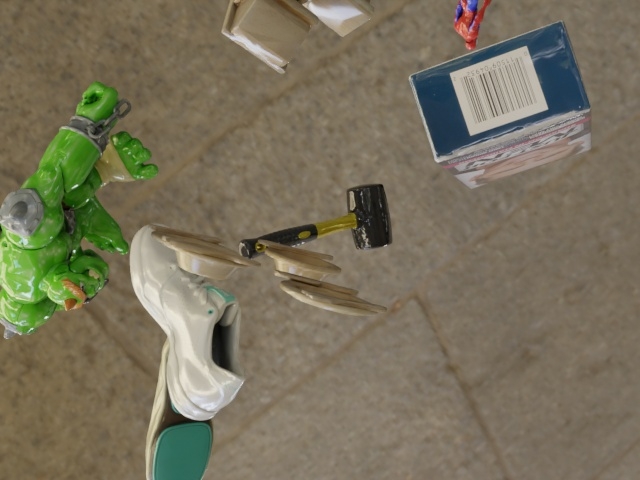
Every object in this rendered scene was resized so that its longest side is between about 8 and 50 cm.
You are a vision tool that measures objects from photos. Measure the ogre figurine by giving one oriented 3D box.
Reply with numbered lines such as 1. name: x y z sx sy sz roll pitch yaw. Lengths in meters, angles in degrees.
1. ogre figurine: -0.183 -0.006 0.773 0.197 0.097 0.118 -42 -171 48

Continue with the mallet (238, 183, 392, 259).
1. mallet: 0.000 0.000 0.984 0.190 0.039 0.062 -26 105 -46

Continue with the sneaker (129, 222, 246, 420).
1. sneaker: -0.120 0.064 1.089 0.080 0.212 0.094 1 148 -45

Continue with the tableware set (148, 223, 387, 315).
1. tableware set: -0.039 0.015 0.722 0.141 0.169 0.020 14 96 -16

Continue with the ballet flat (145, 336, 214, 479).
1. ballet flat: -0.174 0.208 1.362 0.086 0.086 0.248 -2 113 -36

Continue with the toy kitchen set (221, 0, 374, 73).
1. toy kitchen set: 0.000 -0.111 0.399 0.083 0.068 0.075 32 143 -30

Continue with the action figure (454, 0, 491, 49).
1. action figure: 0.147 -0.237 1.076 0.030 0.038 0.115 -26 135 -21

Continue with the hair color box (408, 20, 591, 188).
1. hair color box: 0.226 -0.147 1.301 0.174 0.105 0.347 -18 174 13
